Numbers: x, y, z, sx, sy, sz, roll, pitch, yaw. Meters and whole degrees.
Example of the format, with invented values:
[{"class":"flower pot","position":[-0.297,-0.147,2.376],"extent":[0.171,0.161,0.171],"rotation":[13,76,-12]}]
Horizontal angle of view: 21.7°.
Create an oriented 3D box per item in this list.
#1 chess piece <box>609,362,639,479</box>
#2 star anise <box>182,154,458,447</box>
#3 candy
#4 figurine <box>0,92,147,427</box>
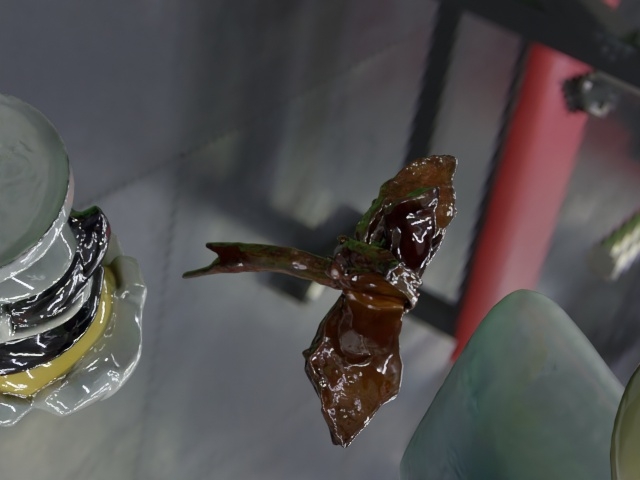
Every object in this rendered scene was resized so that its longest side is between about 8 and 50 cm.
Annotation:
[{"class":"chess piece","position":[0.170,0.154,0.474],"extent":[0.167,0.167,0.299],"rotation":[-21,95,-56]},{"class":"star anise","position":[-0.004,0.009,0.908],"extent":[0.158,0.144,0.140],"rotation":[-59,171,-54]},{"class":"candy","position":[0.105,0.122,0.683],"extent":[0.071,0.174,0.138],"rotation":[-17,146,-36]},{"class":"figurine","position":[-0.198,0.026,0.993],"extent":[0.236,0.176,0.133],"rotation":[80,1,-63]}]
